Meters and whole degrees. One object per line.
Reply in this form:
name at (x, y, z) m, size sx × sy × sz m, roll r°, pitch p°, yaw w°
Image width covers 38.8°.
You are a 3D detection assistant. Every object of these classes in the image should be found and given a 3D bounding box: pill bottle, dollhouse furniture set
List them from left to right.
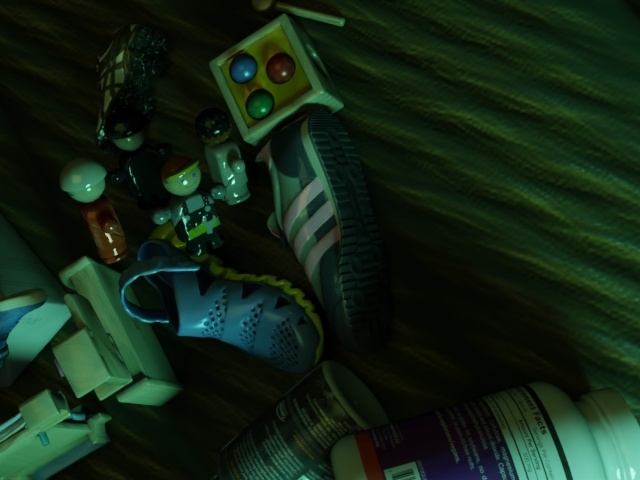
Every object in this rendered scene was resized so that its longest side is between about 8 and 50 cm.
dollhouse furniture set at (-0.386, 0.184, 1.201) m, size 0.303 × 0.286 × 0.198 m, roll -32°, pitch 73°, yaw 3°
pill bottle at (-0.040, 0.272, 1.139) m, size 0.246 × 0.130 × 0.130 m, roll -42°, pitch 71°, yaw 12°
pill bottle at (0.184, 0.265, 0.999) m, size 0.323 × 0.181 × 0.181 m, roll -15°, pitch 78°, yaw -2°

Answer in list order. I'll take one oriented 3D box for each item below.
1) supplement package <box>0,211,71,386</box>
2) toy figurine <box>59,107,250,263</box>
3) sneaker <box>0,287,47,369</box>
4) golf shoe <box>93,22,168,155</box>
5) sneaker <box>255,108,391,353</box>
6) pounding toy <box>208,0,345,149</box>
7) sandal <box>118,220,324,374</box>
supplement package at (-0.539, 0.054, 1.334) m, size 0.175 × 0.177 × 0.293 m, roll -47°, pitch 70°, yaw 9°
toy figurine at (-0.209, -0.083, 1.193) m, size 0.210 × 0.213 × 0.148 m, roll -3°, pitch 122°, yaw 21°
sneaker at (-0.409, 0.120, 1.171) m, size 0.152 × 0.058 × 0.084 m, roll -20°, pitch 97°, yaw 7°
golf shoe at (-0.293, -0.223, 1.336) m, size 0.094 × 0.077 × 0.198 m, roll 19°, pitch 87°, yaw 37°
sneaker at (0.000, 0.000, 1.183) m, size 0.131 × 0.112 × 0.318 m, roll -21°, pitch 73°, yaw 35°
pounding toy at (-0.055, -0.258, 1.226) m, size 0.181 × 0.094 × 0.206 m, roll -30°, pitch 75°, yaw 16°
sandal at (-0.140, 0.092, 1.183) m, size 0.318 × 0.138 × 0.126 m, roll 24°, pitch 124°, yaw 26°
